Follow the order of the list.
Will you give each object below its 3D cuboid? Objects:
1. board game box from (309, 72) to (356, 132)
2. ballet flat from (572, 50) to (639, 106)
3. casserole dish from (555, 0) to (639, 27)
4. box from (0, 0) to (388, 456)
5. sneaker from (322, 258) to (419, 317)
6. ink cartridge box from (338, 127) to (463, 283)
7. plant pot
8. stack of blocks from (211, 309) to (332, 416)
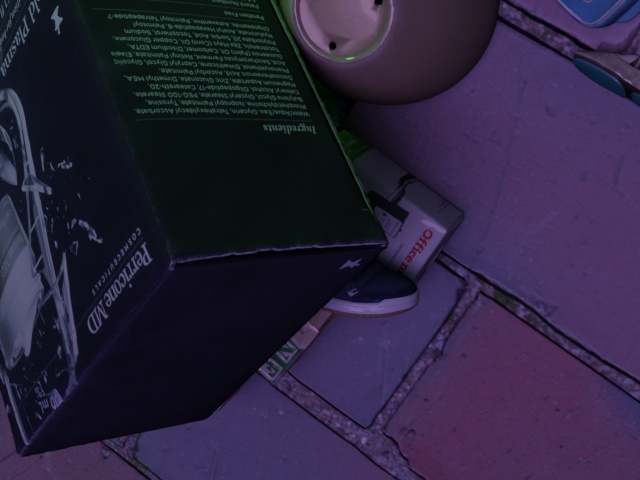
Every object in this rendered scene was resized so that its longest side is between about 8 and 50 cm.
[{"bbox_3d":[-0.056,-0.196,1.395,0.186,0.026,0.126,36,118,9],"label":"board game box"},{"bbox_3d":[0.383,-0.192,1.182,0.168,0.057,0.052,41,88,26],"label":"ballet flat"},{"bbox_3d":[0.302,-0.328,1.162,0.188,0.037,0.114,46,143,2],"label":"casserole dish"},{"bbox_3d":[-0.232,-0.059,1.218,0.480,0.297,0.472,-47,60,43],"label":"box"},{"bbox_3d":[0.000,0.000,1.296,0.282,0.099,0.153,13,113,23],"label":"sneaker"},{"bbox_3d":[0.069,-0.030,1.361,0.208,0.087,0.153,36,118,9],"label":"ink cartridge box"},{"bbox_3d":[0.061,-0.296,1.216,0.284,0.191,0.284,7,109,22],"label":"plant pot"},{"bbox_3d":[-0.105,0.133,1.494,0.171,0.087,0.297,41,119,6],"label":"stack of blocks"}]
